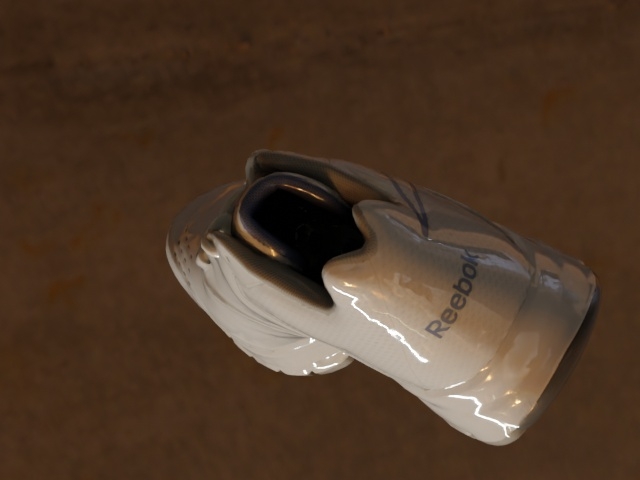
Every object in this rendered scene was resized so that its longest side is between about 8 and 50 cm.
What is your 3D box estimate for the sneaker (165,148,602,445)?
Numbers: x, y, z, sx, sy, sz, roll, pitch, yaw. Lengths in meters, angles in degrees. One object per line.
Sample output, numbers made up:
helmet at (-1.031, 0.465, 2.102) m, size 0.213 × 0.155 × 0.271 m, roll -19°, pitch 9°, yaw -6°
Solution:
sneaker at (0.000, 0.000, 0.881) m, size 0.297 × 0.129 × 0.111 m, roll 9°, pitch -110°, yaw 60°
